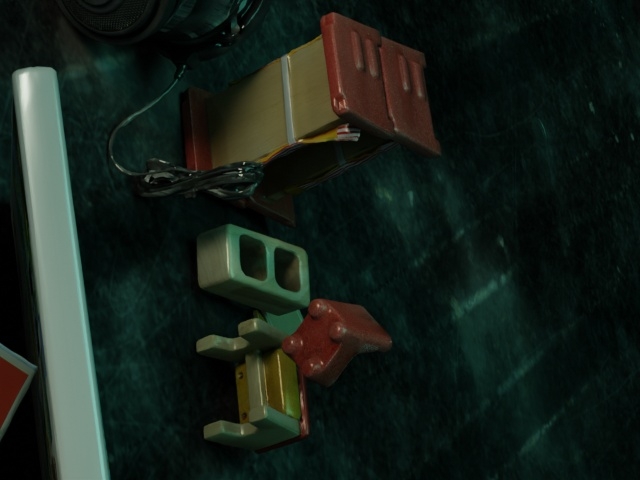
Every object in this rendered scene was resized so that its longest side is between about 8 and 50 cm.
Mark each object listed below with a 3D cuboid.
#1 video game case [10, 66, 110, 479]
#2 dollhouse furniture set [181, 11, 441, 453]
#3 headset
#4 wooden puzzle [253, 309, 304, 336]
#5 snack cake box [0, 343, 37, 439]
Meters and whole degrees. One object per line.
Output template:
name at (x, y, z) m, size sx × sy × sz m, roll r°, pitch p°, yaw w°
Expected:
video game case at (-0.194, 0.078, 1.441) m, size 0.300 × 0.036 × 0.329 m, roll 117°, pitch -35°, yaw -71°
dollhouse furniture set at (0.000, 0.000, 1.835) m, size 0.152 × 0.201 × 0.374 m, roll 21°, pitch 56°, yaw -47°
headset at (-0.121, -0.233, 1.779) m, size 0.243 × 0.185 × 0.394 m, roll 8°, pitch 86°, yaw -61°
wooden puzzle at (-0.041, 0.072, 1.939) m, size 0.116 × 0.014 × 0.079 m, roll -25°, pitch 101°, yaw -62°
snack cake box at (-0.327, 0.086, 1.274) m, size 0.264 × 0.089 × 0.152 m, roll 41°, pitch 66°, yaw -44°
